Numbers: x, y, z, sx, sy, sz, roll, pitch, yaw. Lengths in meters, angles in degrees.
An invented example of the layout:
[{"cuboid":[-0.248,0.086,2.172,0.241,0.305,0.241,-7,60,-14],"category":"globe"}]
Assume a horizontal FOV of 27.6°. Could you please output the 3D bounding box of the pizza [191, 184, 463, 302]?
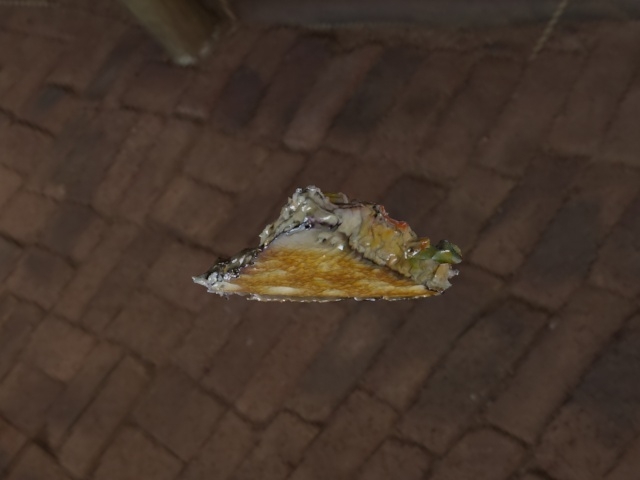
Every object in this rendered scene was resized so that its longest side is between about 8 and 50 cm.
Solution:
[{"cuboid":[0.000,0.000,0.842,0.185,0.195,0.052,-3,74,4],"category":"pizza"}]
